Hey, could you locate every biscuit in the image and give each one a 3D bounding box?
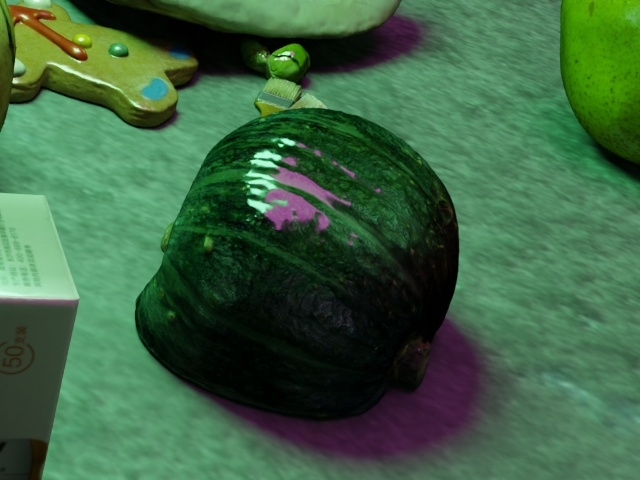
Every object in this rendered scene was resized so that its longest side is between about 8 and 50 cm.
[{"bbox_3d":[-0.300,-0.209,1.801,0.324,0.049,0.205,14,32,0],"label":"biscuit"}]

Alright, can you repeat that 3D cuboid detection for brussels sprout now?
[{"bbox_3d":[-0.056,-0.207,1.914,0.083,0.046,0.051,11,35,12],"label":"brussels sprout"}]

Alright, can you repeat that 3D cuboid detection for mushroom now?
[{"bbox_3d":[-0.105,-0.349,1.995,0.397,0.224,0.313,9,1,-36],"label":"mushroom"}]

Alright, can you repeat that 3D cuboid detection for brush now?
[{"bbox_3d":[-0.059,-0.136,1.825,0.043,0.014,0.170,18,32,5],"label":"brush"}]

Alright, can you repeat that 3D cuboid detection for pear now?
[{"bbox_3d":[0.418,-0.223,1.933,0.294,0.294,0.294,12,32,-7],"label":"pear"}]

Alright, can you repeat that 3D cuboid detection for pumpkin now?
[{"bbox_3d":[0.000,0.000,1.469,0.263,0.197,0.293,26,35,11],"label":"pumpkin"}]

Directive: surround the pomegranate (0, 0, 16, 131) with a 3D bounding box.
[{"bbox_3d":[-0.408,-0.168,1.487,0.281,0.281,0.281,12,32,-7],"label":"pomegranate"}]

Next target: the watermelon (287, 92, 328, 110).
[{"bbox_3d":[-0.016,-0.116,1.762,0.092,0.072,0.084,-11,23,-30],"label":"watermelon"}]

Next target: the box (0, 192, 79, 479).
[{"bbox_3d":[-0.359,0.084,1.143,0.341,0.225,0.143,2,32,-23],"label":"box"}]
